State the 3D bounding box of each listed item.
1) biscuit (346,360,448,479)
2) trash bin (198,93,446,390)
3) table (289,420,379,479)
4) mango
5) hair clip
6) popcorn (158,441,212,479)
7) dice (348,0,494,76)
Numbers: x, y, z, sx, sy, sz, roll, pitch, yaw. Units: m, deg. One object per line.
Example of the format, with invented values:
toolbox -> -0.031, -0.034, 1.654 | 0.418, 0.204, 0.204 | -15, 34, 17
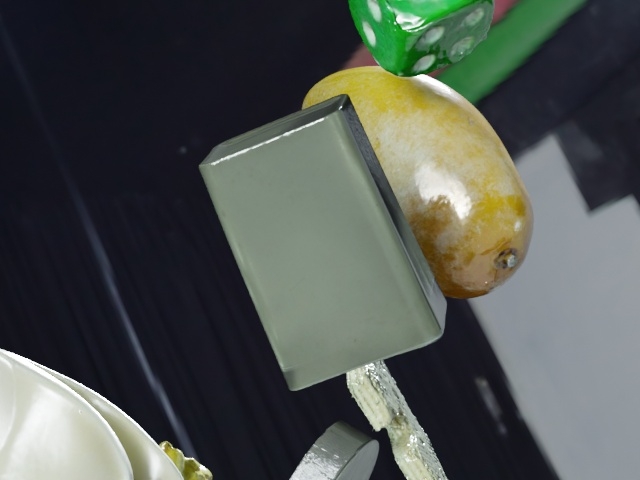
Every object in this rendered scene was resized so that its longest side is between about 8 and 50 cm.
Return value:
biscuit -> 0.108, 0.262, 2.026 | 0.046, 0.250, 0.147 | -29, 13, 8
trash bin -> 0.000, 0.000, 1.416 | 0.164, 0.240, 0.122 | -22, 12, 13
table -> 0.006, 0.250, 1.476 | 0.133, 0.043, 0.133 | -50, -20, -27
mango -> 0.119, -0.084, 1.816 | 0.199, 0.384, 0.221 | -23, -39, -33
hair clip -> -0.292, 0.257, 1.703 | 0.172, 0.282, 0.113 | -67, -21, -2
popcorn -> -0.277, 0.382, 2.257 | 0.218, 0.169, 0.189 | -12, -34, -4
dice -> 0.112, -0.268, 1.642 | 0.128, 0.131, 0.120 | -26, -25, -16
